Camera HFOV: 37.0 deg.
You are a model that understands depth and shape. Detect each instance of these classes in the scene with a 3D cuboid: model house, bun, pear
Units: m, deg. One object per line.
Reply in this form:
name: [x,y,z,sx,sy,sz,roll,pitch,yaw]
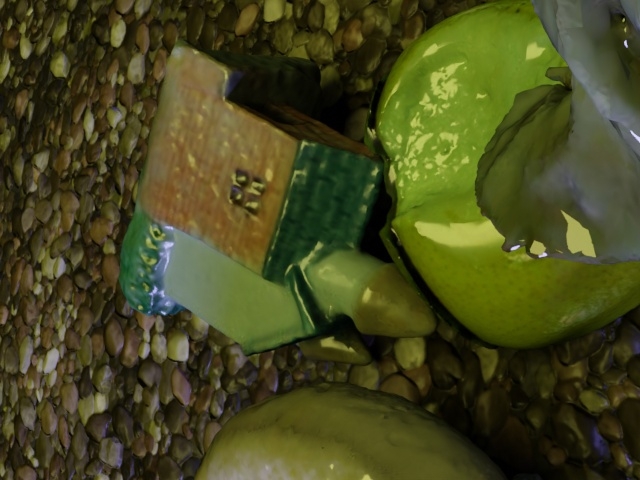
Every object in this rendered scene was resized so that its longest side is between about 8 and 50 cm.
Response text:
model house: [0.000,0.000,0.876,0.325,0.194,0.267,31,113,34]
bun: [0.056,0.276,0.743,0.365,0.219,0.365,11,106,40]
pear: [0.181,-0.070,0.717,0.292,0.159,0.293,-8,78,41]

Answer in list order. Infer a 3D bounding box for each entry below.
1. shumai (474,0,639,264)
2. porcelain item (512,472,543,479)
shumai: [0.259,-0.104,0.458,0.395,0.395,0.348,47,154,38]
porcelain item: [0.182,0.220,0.766,0.036,0.028,0.083,-48,51,9]
